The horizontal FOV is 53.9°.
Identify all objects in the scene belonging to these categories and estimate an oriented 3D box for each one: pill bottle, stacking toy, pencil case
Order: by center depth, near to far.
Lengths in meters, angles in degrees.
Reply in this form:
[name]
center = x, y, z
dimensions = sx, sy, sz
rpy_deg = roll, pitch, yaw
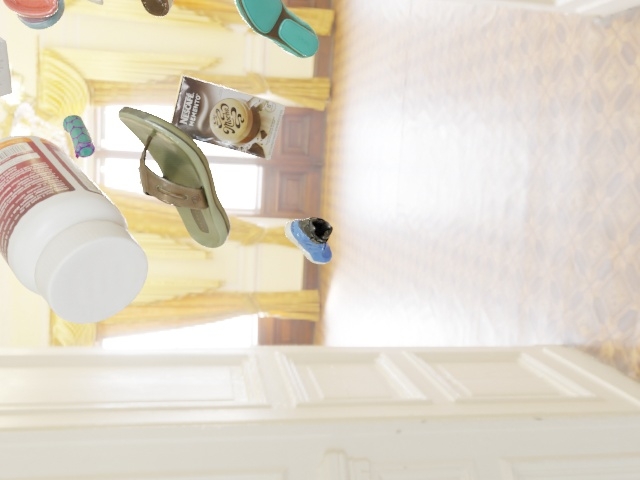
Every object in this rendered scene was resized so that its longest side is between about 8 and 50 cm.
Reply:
[pill bottle]
center = -0.281, -0.015, 0.667
dimensions = 0.221, 0.121, 0.121
rpy_deg = 39, 134, 36
[stacking toy]
center = -0.677, -0.701, 1.656
dimensions = 0.130, 0.280, 0.308
rpy_deg = 87, -177, -80
[pencil case]
center = -0.784, -0.336, 2.038
dimensions = 0.151, 0.070, 0.064
rpy_deg = 57, 177, 30

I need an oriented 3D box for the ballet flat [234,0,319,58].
[ballet flat]
center = -0.102, -0.434, 1.229
dimensions = 0.087, 0.247, 0.083
rpy_deg = 31, 94, 38

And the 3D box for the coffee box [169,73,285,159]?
[coffee box]
center = -0.273, -0.354, 1.811
dimensions = 0.119, 0.297, 0.168
rpy_deg = -132, 56, -67

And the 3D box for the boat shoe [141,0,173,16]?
[boat shoe]
center = -0.374, -0.635, 1.394
dimensions = 0.257, 0.095, 0.095
rpy_deg = 98, -174, -52

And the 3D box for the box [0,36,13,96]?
[box]
center = -0.741, -0.356, 1.237
dimensions = 0.181, 0.182, 0.119
rpy_deg = 33, 131, 25

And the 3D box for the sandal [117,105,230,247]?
[sandal]
center = -0.229, -0.082, 1.001
dimensions = 0.086, 0.120, 0.302
rpy_deg = -52, -40, -30

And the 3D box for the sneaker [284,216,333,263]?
[sneaker]
center = 0.000, 0.001, 1.358
dimensions = 0.085, 0.152, 0.058
rpy_deg = -12, 50, 35
